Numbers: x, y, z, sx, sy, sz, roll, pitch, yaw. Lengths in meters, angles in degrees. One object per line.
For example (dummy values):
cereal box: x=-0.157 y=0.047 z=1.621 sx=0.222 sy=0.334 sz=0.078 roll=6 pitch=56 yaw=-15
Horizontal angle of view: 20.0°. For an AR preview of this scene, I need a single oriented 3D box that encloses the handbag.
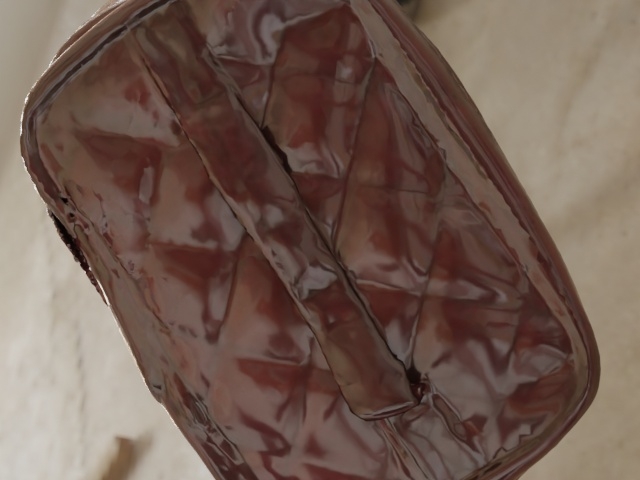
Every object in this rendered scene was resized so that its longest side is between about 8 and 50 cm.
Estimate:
handbag: x=0.000 y=0.000 z=0.660 sx=0.146 sy=0.225 sz=0.135 roll=-31 pitch=2 yaw=6
